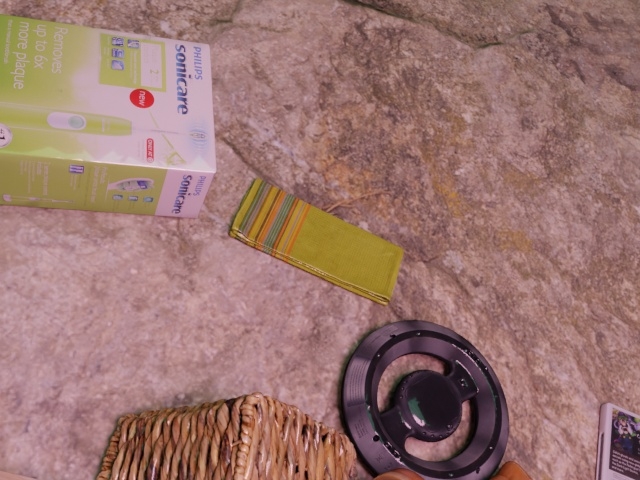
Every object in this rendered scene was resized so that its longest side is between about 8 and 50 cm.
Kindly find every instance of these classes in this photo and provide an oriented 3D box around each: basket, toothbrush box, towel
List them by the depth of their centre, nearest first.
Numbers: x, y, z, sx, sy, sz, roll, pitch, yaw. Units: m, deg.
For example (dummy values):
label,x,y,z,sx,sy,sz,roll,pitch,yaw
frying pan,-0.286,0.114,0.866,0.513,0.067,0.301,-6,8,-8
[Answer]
label,x,y,z,sx,sy,sz,roll,pitch,yaw
basket,-0.099,0.329,0.751,0.213,0.223,0.299,37,47,-39
toothbrush box,-0.285,-0.152,0.934,0.284,0.122,0.206,5,61,-20
towel,0.000,0.000,1.019,0.237,0.021,0.102,25,57,-7

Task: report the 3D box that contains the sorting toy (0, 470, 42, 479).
label,x,y,z,sx,sy,sz,roll,pitch,yaw
sorting toy,-0.347,0.332,0.650,0.257,0.089,0.255,18,57,-9

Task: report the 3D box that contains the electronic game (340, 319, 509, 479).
label,x,y,z,sx,sy,sz,roll,pitch,yaw
electronic game,0.134,0.208,0.936,0.230,0.048,0.229,10,60,-17

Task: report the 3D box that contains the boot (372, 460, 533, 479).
label,x,y,z,sx,sy,sz,roll,pitch,yaw
boot,0.176,0.315,0.820,0.220,0.109,0.283,-38,102,-40

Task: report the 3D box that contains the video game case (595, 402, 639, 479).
label,x,y,z,sx,sy,sz,roll,pitch,yaw
video game case,0.461,0.334,1.010,0.191,0.022,0.173,24,57,-7
